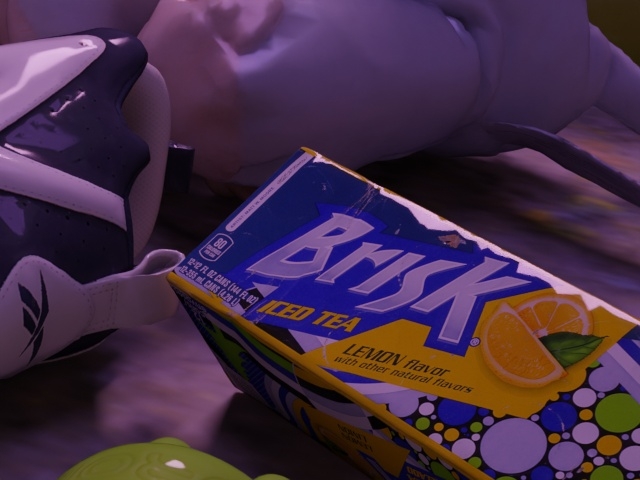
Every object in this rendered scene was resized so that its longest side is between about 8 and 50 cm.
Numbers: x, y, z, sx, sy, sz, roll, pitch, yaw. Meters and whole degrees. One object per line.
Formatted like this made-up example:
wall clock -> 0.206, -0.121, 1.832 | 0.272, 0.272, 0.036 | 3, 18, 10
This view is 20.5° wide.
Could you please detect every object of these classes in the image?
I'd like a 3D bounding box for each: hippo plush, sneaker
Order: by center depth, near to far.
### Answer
sneaker -> -0.123, -0.029, 0.548 | 0.153, 0.094, 0.235 | -7, 26, -31
hippo plush -> 0.016, -0.151, 0.648 | 0.294, 0.237, 0.234 | 15, 16, 22

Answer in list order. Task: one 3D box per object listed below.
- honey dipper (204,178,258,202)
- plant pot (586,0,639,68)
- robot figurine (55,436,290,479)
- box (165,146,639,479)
honey dipper -> 0.000, 0.000, 0.595 | 0.030, 0.030, 0.160 | -6, 22, -26
plant pot -> 0.140, -0.208, 0.889 | 0.228, 0.207, 0.227 | -3, 24, -22
robot figurine -> -0.040, 0.083, 0.338 | 0.101, 0.067, 0.115 | 19, 25, 10
box -> 0.038, 0.038, 0.454 | 0.059, 0.054, 0.169 | -44, 45, -17
